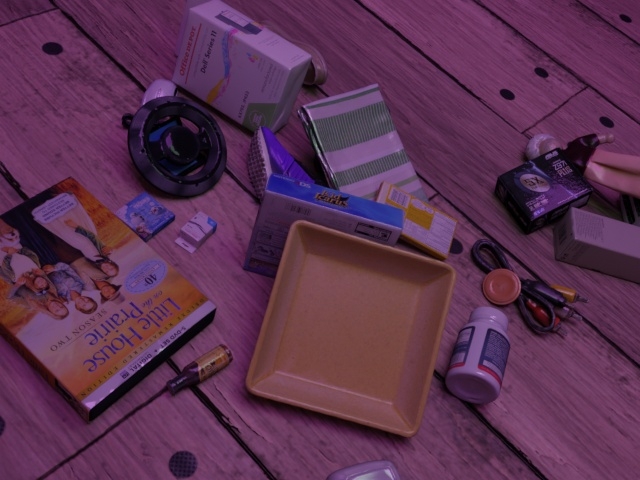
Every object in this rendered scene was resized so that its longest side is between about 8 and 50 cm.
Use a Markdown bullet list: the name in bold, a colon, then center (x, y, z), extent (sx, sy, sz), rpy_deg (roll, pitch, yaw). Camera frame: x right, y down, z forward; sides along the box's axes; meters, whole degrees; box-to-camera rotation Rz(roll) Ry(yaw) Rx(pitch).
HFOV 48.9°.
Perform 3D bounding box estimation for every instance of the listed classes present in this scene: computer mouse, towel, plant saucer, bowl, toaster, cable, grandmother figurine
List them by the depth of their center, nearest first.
- **bowl**: center (0.089, 0.448, 1.210), extent (0.142, 0.053, 0.142), rpy_deg (-7, 55, -20)
- **plant saucer**: center (0.057, 0.165, 1.333), extent (0.333, 0.081, 0.332), rpy_deg (17, 80, -6)
- **plant saucer**: center (0.404, 0.103, 1.570), extent (0.084, 0.013, 0.083), rpy_deg (-6, 69, 17)
- **cable**: center (0.454, 0.114, 1.600), extent (0.287, 0.072, 0.139), rpy_deg (31, 70, 23)
- **towel**: center (0.106, -0.189, 1.628), extent (0.248, 0.038, 0.324), rpy_deg (-24, 90, -32)
- **computer mouse**: center (-0.389, -0.327, 1.659), extent (0.106, 0.042, 0.193), rpy_deg (14, 51, -5)
- **grandmother figurine**: center (0.698, -0.203, 1.812), extent (0.342, 0.104, 0.208), rpy_deg (21, 58, 29)
- **toaster**: center (0.875, -0.086, 1.822), extent (0.147, 0.129, 0.227), rpy_deg (10, 54, -7)

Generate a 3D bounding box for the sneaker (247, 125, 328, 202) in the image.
- **sneaker**: center (-0.065, -0.131, 1.583), extent (0.146, 0.102, 0.293), rpy_deg (-7, 61, -27)

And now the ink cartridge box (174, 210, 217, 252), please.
- **ink cartridge box**: center (-0.260, -0.017, 1.470), extent (0.048, 0.028, 0.083), rpy_deg (33, 52, 9)

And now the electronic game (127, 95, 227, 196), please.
- **electronic game**: center (-0.309, -0.206, 1.538), extent (0.229, 0.048, 0.229), rpy_deg (9, 73, -34)

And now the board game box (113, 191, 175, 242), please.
- **board game box**: center (-0.367, -0.050, 1.467), extent (0.090, 0.020, 0.090), rpy_deg (36, 52, 12)

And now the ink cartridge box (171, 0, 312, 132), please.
- **ink cartridge box**: center (-0.220, -0.426, 1.673), extent (0.353, 0.207, 0.119), rpy_deg (33, 40, 9)

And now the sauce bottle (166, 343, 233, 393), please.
- **sauce bottle**: center (-0.220, 0.236, 1.281), extent (0.128, 0.042, 0.042), rpy_deg (-32, 68, -32)

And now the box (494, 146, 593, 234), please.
- **box**: center (0.550, -0.124, 1.741), extent (0.180, 0.077, 0.147), rpy_deg (-25, 62, -7)

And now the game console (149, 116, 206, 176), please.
- **game console**: center (-0.327, -0.201, 1.563), extent (0.107, 0.071, 0.122), rpy_deg (40, 53, 14)

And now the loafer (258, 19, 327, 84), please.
- **loafer**: center (-0.094, -0.480, 1.840), extent (0.268, 0.102, 0.092), rpy_deg (38, 53, 24)

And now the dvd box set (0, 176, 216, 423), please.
- **dvd box set**: center (-0.448, 0.090, 1.306), extent (0.420, 0.062, 0.308), rpy_deg (40, 53, 14)

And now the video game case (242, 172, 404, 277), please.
- **video game case**: center (0.000, 0.000, 1.400), extent (0.270, 0.244, 0.061), rpy_deg (16, 47, -6)

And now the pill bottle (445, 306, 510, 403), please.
- **pill bottle**: center (0.324, 0.227, 1.418), extent (0.108, 0.108, 0.180), rpy_deg (26, 50, 3)

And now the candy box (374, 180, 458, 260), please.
- **candy box**: center (0.212, -0.045, 1.603), extent (0.206, 0.027, 0.105), rpy_deg (28, 66, -12)

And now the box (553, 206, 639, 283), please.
- **box**: center (0.717, 0.018, 1.713), extent (0.275, 0.094, 0.113), rpy_deg (17, 51, -5)

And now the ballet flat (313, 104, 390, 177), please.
- **ballet flat**: center (0.081, -0.259, 1.722), extent (0.095, 0.096, 0.280), rpy_deg (36, 52, 13)
